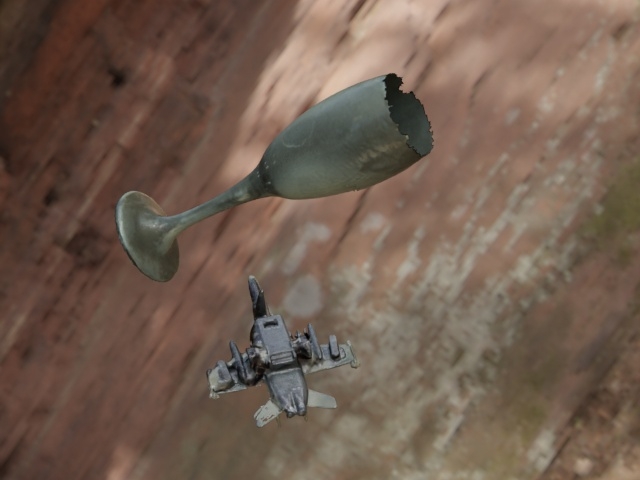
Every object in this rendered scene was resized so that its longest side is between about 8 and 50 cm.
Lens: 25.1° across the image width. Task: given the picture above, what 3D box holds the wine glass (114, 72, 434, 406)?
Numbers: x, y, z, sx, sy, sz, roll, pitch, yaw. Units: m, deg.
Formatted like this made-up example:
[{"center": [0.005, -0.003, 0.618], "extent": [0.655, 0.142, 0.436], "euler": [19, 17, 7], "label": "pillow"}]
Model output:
[{"center": [0.000, 0.000, 1.407], "extent": [0.309, 0.264, 0.096], "euler": [-24, 30, 24], "label": "wine glass"}]

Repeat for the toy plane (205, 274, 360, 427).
[{"center": [-0.061, 0.124, 1.818], "extent": [0.088, 0.192, 0.262], "euler": [89, 165, -50], "label": "toy plane"}]
